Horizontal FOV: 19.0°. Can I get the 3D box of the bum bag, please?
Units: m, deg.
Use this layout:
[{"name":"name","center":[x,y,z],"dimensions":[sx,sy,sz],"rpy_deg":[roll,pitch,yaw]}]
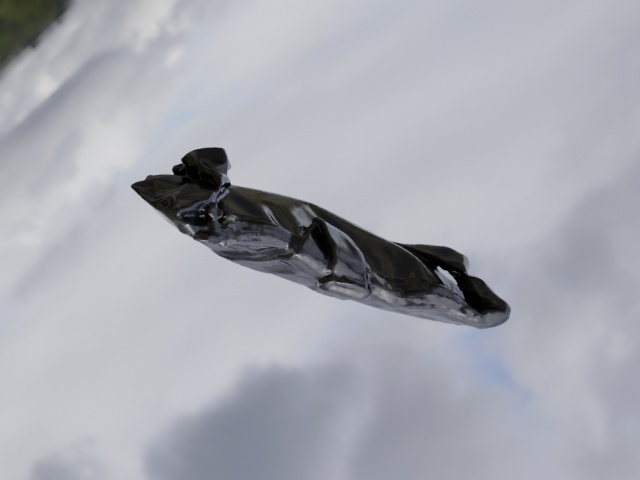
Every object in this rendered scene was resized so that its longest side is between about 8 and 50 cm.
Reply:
[{"name":"bum bag","center":[0.000,0.000,0.911],"dimensions":[0.087,0.197,0.049],"rpy_deg":[22,-88,64]}]
